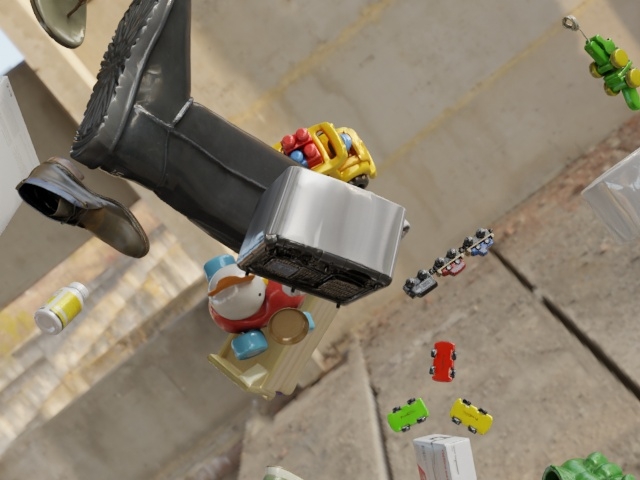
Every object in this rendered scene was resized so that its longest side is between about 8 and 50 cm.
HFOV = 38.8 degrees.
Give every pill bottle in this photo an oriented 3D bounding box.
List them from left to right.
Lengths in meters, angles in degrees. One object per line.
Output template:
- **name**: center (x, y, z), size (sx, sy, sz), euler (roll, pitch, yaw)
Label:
- **pill bottle**: center (-0.532, 0.138, 1.878), size (0.065, 0.065, 0.116), euler (-31, 15, 40)

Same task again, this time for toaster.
- **toaster**: center (0.000, 0.000, 1.119), size (0.186, 0.168, 0.110), euler (144, 144, -68)

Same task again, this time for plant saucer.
- **plant saucer**: center (-0.064, 0.168, 1.799), size (0.083, 0.083, 0.015), euler (-38, 21, 7)

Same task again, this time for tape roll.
- **tape roll**: center (0.523, -0.113, 1.322), size (0.286, 0.100, 0.286), euler (-35, -5, -4)

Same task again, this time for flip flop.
- **flip flop**: center (-0.393, -0.448, 1.475), size (0.080, 0.112, 0.276), euler (1, 74, 35)

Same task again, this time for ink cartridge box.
- **ink cartridge box**: center (0.266, 0.476, 1.937), size (0.063, 0.109, 0.150), euler (-9, -4, -22)

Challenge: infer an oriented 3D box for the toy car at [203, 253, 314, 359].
- **toy car**: center (-0.141, 0.100, 1.835), size (0.210, 0.219, 0.238), euler (-22, -15, 2)

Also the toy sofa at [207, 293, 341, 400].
- **toy sofa**: center (-0.086, 0.182, 2.126), size (0.177, 0.150, 0.362), euler (24, -83, -56)

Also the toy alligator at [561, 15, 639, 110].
- **toy alligator**: center (0.443, -0.283, 1.396), size (0.051, 0.189, 0.056), euler (-48, 13, -28)

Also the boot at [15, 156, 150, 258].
- **boot**: center (-0.372, -0.035, 1.413), size (0.082, 0.219, 0.106), euler (-51, -1, 26)

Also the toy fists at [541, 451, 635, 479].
- **toy fists**: center (0.483, 0.459, 1.487), size (0.279, 0.142, 0.096), euler (-114, 30, -58)

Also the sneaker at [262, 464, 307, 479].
- **sneaker**: center (-0.037, 0.511, 1.762), size (0.064, 0.192, 0.086), euler (-31, 34, 54)

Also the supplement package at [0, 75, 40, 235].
- **supplement package**: center (-0.584, -0.133, 1.480), size (0.149, 0.194, 0.203), euler (0, 40, 10)

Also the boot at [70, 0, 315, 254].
- **boot**: center (-0.157, -0.188, 1.532), size (0.146, 0.445, 0.366), euler (-7, 59, 53)

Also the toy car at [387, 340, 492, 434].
- **toy car**: center (0.264, 0.384, 2.150), size (0.225, 0.239, 0.053), euler (-29, -20, 6)

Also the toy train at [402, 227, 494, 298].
- **toy train**: center (0.188, 0.034, 1.297), size (0.158, 0.036, 0.027), euler (-34, -16, -10)

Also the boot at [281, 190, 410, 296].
- **boot**: center (0.052, 0.028, 1.696), size (0.258, 0.123, 0.095), euler (-48, -24, -11)

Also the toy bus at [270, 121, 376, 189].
- **toy bus**: center (-0.005, -0.171, 1.856), size (0.220, 0.149, 0.211), euler (-26, -22, -6)
